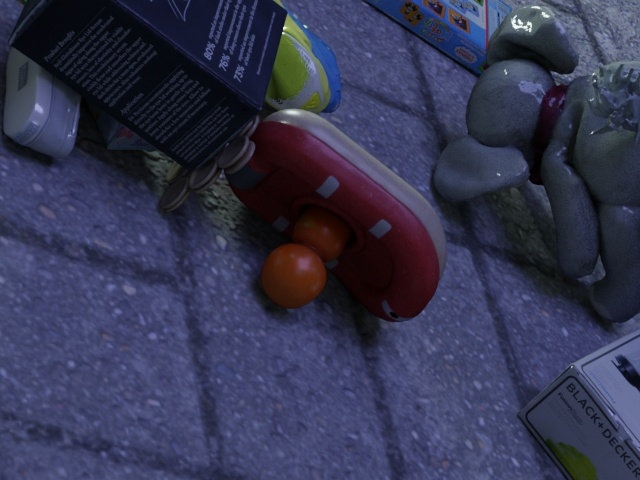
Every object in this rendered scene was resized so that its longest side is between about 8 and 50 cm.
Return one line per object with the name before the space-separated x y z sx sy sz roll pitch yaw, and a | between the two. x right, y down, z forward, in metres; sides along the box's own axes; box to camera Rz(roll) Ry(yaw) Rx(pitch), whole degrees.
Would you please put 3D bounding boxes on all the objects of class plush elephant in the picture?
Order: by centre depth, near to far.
plush elephant | 0.272 -0.109 1.810 0.255 0.272 0.330 21 -20 35

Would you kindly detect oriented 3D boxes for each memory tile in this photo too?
memory tile | -0.097 -0.092 1.484 0.012 0.113 0.148 43 30 -25

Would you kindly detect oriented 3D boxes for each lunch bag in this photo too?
lunch bag | -0.166 -0.120 1.497 0.083 0.053 0.071 -4 53 -37

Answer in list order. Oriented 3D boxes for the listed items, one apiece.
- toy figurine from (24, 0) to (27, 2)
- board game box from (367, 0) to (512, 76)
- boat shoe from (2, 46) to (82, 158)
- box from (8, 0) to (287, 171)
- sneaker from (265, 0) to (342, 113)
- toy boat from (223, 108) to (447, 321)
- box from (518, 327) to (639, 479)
toy figurine | -0.246 -0.295 1.589 0.173 0.130 0.159 13 23 -2
board game box | 0.152 -0.301 2.058 0.211 0.039 0.160 32 34 -18
boat shoe | -0.236 -0.146 1.444 0.063 0.066 0.184 36 30 -33
box | -0.148 -0.189 1.431 0.207 0.108 0.153 36 39 -20
sneaker | -0.059 -0.216 1.712 0.240 0.091 0.126 58 17 23
toy boat | 0.000 0.000 1.487 0.231 0.151 0.151 37 63 -8
box | 0.343 0.181 1.666 0.169 0.087 0.290 52 33 13
